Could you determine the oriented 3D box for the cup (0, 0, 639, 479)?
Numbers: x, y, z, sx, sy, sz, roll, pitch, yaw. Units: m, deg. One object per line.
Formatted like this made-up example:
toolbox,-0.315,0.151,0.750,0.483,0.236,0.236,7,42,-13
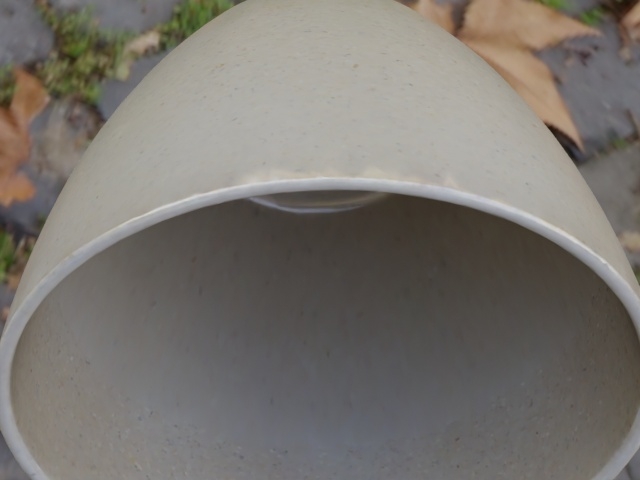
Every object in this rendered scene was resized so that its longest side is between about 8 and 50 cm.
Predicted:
cup,0.000,0.000,0.925,0.331,0.237,0.331,-2,137,-1
